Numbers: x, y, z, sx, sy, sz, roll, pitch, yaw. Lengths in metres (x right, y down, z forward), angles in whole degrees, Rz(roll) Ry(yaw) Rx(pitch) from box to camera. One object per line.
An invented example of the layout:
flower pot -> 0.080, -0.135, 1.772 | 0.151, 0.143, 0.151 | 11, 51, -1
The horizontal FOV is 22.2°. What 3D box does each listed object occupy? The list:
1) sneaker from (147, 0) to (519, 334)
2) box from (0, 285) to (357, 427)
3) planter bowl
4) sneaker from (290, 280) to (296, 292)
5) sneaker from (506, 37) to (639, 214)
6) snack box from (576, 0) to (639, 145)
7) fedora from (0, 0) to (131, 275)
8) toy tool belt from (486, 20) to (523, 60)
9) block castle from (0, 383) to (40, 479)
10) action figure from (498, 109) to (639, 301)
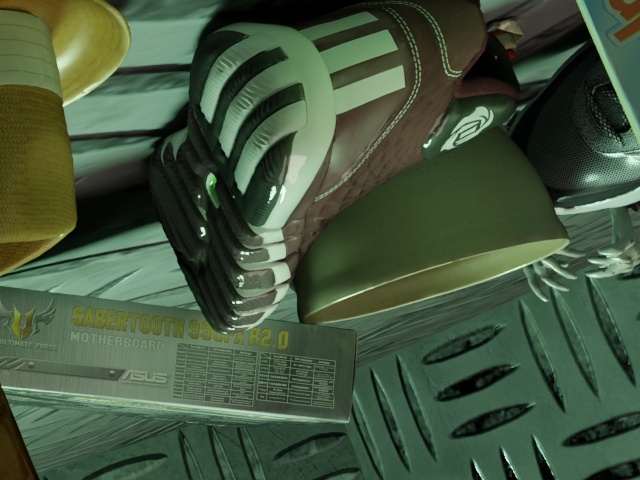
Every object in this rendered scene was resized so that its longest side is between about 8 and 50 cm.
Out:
sneaker -> 0.014, -0.041, 0.792 | 0.162, 0.106, 0.281 | -22, 172, -17
box -> -0.120, 0.071, 0.957 | 0.231, 0.056, 0.183 | 8, 170, -22
planter bowl -> 0.050, -0.026, 0.945 | 0.162, 0.109, 0.162 | -17, 171, -3
sneaker -> 0.001, 0.002, 1.248 | 0.089, 0.051, 0.170 | -14, 165, -42
sneaker -> 0.193, -0.098, 0.901 | 0.268, 0.101, 0.153 | -32, 167, 27
snack box -> 0.165, -0.006, 0.605 | 0.060, 0.322, 0.187 | -24, 172, 12
fedora -> -0.147, -0.022, 0.571 | 0.194, 0.079, 0.194 | -21, 173, -3
toy tool belt -> 0.076, -0.081, 0.859 | 0.083, 0.051, 0.052 | -17, 171, -33
block castle -> -0.242, 0.083, 0.222 | 0.453, 0.303, 0.213 | -21, 171, -8
action figure -> 0.156, -0.030, 1.104 | 0.275, 0.141, 0.164 | -17, 170, -8
